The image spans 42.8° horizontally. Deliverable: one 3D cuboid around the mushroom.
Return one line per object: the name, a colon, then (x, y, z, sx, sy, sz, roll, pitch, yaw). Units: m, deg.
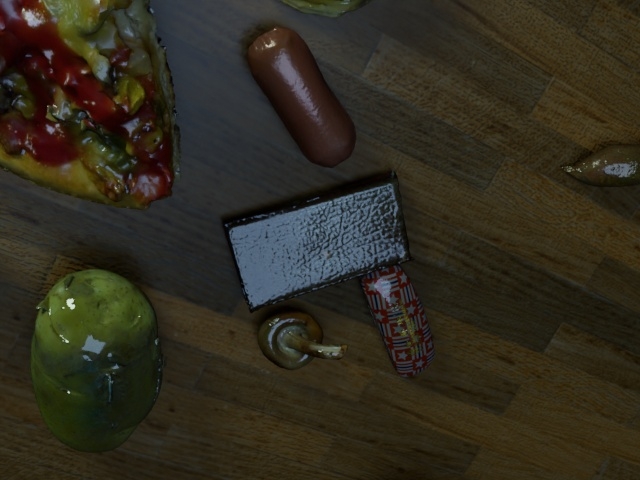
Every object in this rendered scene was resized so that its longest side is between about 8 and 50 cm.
mushroom: (-0.021, 0.143, 1.142, 0.129, 0.073, 0.088, 11, 97, 16)

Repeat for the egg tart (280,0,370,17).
egg tart: (0.023, -0.373, 0.932, 0.252, 0.098, 0.232, -13, 112, -6)

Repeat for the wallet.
wallet: (0.000, 0.000, 1.109, 0.243, 0.039, 0.133, -18, 107, -9)

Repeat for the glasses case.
glasses case: (0.117, 0.116, 1.188, 0.073, 0.049, 0.194, -26, 117, -5)

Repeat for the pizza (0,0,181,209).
pizza: (-0.292, -0.234, 0.776, 0.440, 0.130, 0.406, 29, 129, -9)

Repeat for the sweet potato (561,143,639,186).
sweet potato: (0.464, -0.112, 1.181, 0.226, 0.068, 0.068, -11, 115, -12)

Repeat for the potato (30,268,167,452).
potato: (-0.282, 0.156, 1.040, 0.169, 0.143, 0.248, 4, 112, -10)

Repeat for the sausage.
sausage: (-0.020, -0.174, 1.012, 0.077, 0.077, 0.194, -35, 117, 1)
